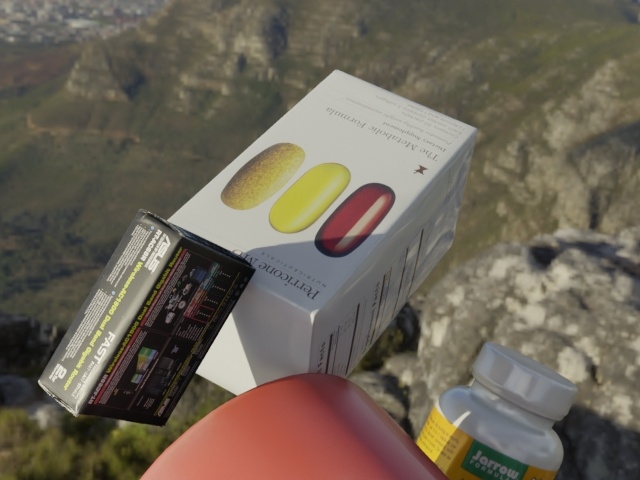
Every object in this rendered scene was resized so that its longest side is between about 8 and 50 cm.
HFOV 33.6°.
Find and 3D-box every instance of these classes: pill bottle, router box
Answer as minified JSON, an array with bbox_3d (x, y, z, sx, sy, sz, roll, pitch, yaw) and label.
[{"bbox_3d":[0.134,0.198,0.903,0.118,0.208,0.117,26,6,-3],"label":"pill bottle"},{"bbox_3d":[-0.103,0.051,0.645,0.038,0.122,0.092,30,0,28],"label":"router box"}]

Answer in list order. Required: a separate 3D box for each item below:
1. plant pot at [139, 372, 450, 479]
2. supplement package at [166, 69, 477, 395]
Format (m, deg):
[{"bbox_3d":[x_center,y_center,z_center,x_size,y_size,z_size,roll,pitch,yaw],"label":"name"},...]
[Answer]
[{"bbox_3d":[0.023,0.259,0.668,0.275,0.275,0.243,-13,35,-40],"label":"plant pot"},{"bbox_3d":[0.000,0.000,0.817,0.139,0.134,0.244,25,47,19],"label":"supplement package"}]
